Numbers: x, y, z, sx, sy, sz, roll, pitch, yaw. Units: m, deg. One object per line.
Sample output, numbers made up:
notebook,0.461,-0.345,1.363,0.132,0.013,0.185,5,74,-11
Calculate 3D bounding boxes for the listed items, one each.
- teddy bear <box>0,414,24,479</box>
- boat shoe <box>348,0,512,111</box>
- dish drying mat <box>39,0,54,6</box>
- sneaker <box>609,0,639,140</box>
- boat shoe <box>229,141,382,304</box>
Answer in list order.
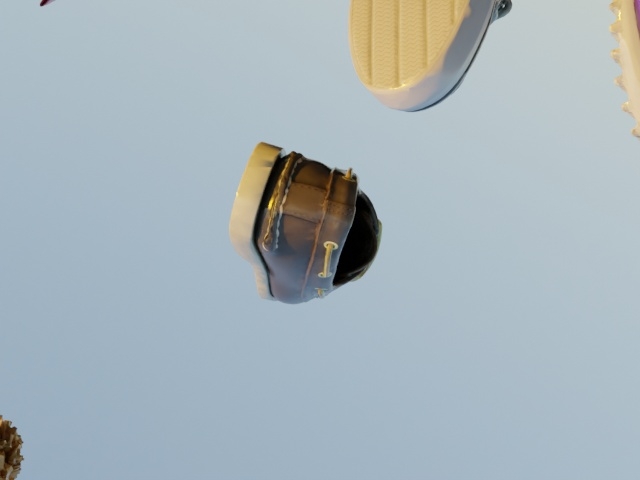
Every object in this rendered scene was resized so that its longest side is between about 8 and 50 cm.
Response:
teddy bear,-0.248,0.282,1.262,0.113,0.338,0.245,11,180,0
boat shoe,0.111,-0.221,1.513,0.119,0.121,0.335,50,-139,-41
dish drying mat,-0.239,-0.244,1.805,0.008,0.032,0.083,42,-151,1
sneaker,0.247,-0.032,0.888,0.293,0.146,0.102,65,-151,-6
boat shoe,0.000,0.000,1.140,0.068,0.081,0.228,16,173,11
